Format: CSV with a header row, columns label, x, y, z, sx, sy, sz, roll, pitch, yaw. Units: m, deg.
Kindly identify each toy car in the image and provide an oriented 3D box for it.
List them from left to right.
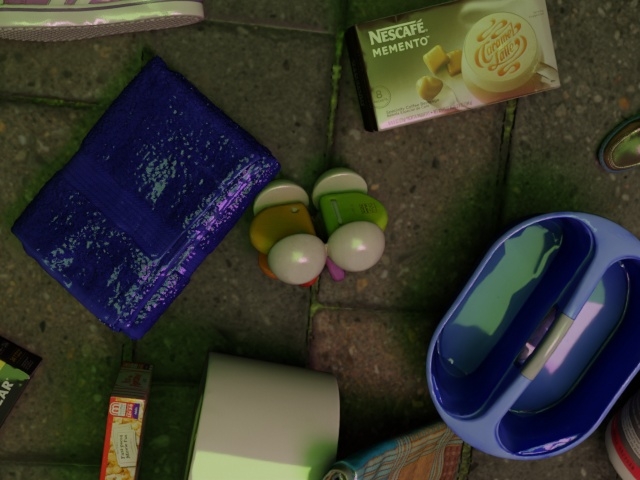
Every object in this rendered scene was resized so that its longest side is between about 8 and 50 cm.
label,x,y,z,sx,sy,sz,roll,pitch,yaw
toy car,0.000,0.000,1.097,0.182,0.159,0.136,-12,135,-5

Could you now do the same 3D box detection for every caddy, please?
label,x,y,z,sx,sy,sz,roll,pitch,yaw
caddy,0.288,0.120,1.090,0.241,0.179,0.341,32,101,3

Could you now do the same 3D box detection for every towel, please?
label,x,y,z,sx,sy,sz,roll,pitch,yaw
towel,-0.227,-0.053,1.063,0.228,0.076,0.308,40,92,1
towel,0.085,0.372,1.074,0.040,0.370,0.271,19,100,31

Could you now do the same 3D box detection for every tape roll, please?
label,x,y,z,sx,sy,sz,roll,pitch,yaw
tape roll,-0.084,0.275,1.067,0.169,0.246,0.246,11,98,-8

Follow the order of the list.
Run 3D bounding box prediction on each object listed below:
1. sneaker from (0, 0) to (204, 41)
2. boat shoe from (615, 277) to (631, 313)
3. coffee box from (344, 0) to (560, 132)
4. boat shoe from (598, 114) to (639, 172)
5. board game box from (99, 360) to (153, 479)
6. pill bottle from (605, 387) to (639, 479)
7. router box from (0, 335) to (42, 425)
label,x,y,z,sx,sy,sz,roll,pitch,yaw
sneaker,-0.295,-0.334,1.024,0.282,0.102,0.161,-11,97,-16
boat shoe,0.536,0.099,1.187,0.302,0.094,0.109,15,97,-8
coffee box,0.169,-0.238,1.087,0.247,0.098,0.141,-14,100,-5
boat shoe,0.475,-0.151,1.154,0.183,0.066,0.066,-30,101,-1
board game box,-0.258,0.274,1.096,0.045,0.147,0.193,8,97,-8
pill bottle,0.533,0.210,1.098,0.176,0.176,0.318,17,129,-9
router box,-0.554,0.232,1.086,0.243,0.081,0.308,31,94,-10
